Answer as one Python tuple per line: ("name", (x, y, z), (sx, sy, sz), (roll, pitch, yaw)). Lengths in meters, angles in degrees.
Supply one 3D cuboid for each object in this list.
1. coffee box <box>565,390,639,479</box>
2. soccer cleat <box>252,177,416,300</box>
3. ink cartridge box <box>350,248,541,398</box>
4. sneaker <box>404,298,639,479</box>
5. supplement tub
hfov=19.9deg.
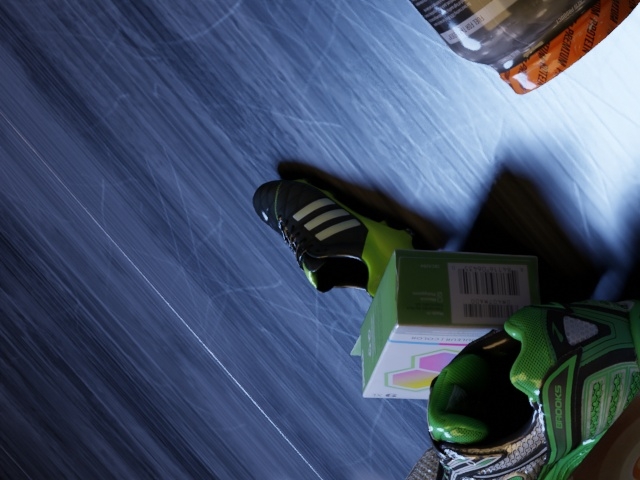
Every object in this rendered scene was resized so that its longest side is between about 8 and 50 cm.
("coffee box", (0.257, 0.125, 1.043), (0.141, 0.246, 0.098), (21, 147, 44))
("soccer cleat", (0.000, 0.000, 1.463), (0.179, 0.072, 0.060), (24, 148, 39))
("ink cartridge box", (0.091, 0.078, 1.392), (0.109, 0.062, 0.209), (3, 155, -8))
("sneaker", (0.126, 0.131, 1.305), (0.146, 0.134, 0.343), (10, 144, -19))
("supplement tub", (0.084, -0.180, 1.003), (0.190, 0.117, 0.117), (50, 155, -8))
